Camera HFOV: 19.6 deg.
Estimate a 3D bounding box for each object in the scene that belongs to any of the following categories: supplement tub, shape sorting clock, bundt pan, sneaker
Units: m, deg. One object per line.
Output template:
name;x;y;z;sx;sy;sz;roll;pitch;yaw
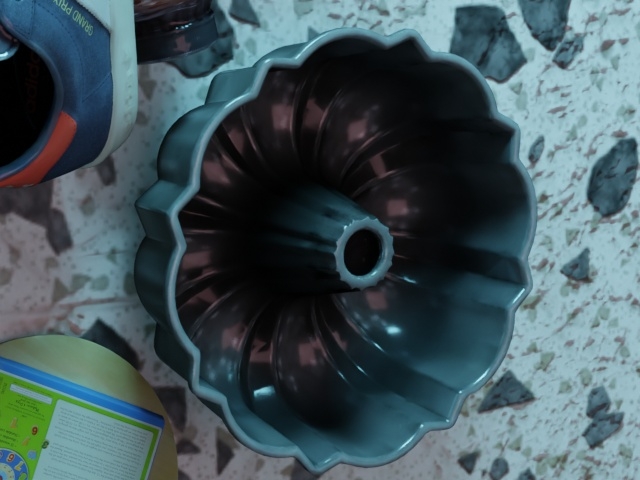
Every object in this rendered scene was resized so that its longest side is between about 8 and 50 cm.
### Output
supplement tub;-0.126;-0.224;1.274;0.106;0.106;0.198;-24;112;-29
shape sorting clock;-0.198;0.170;1.329;0.206;0.040;0.206;3;84;-31
bundt pan;0.000;0.000;1.388;0.330;0.124;0.331;-7;102;-32
sneaker;-0.203;-0.194;1.175;0.148;0.131;0.350;-34;125;-49
